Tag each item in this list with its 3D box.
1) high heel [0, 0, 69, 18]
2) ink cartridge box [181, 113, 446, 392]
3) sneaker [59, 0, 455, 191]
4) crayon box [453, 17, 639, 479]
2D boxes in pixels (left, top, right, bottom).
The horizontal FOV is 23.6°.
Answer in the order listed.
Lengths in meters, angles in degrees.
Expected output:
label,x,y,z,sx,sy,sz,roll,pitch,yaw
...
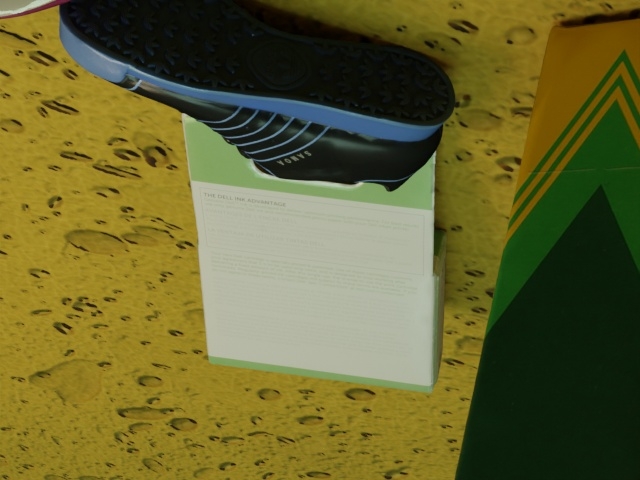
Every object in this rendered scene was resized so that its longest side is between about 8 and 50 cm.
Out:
label,x,y,z,sx,sy,sz,roll,pitch,yaw
high heel,-0.210,-0.152,0.876,0.244,0.082,0.117,-10,178,12
ink cartridge box,0.000,0.000,1.050,0.171,0.056,0.235,7,131,11
sneaker,-0.043,-0.082,0.891,0.232,0.081,0.090,16,144,-7
crayon box,0.210,0.105,0.872,0.106,0.313,0.363,-1,149,31
